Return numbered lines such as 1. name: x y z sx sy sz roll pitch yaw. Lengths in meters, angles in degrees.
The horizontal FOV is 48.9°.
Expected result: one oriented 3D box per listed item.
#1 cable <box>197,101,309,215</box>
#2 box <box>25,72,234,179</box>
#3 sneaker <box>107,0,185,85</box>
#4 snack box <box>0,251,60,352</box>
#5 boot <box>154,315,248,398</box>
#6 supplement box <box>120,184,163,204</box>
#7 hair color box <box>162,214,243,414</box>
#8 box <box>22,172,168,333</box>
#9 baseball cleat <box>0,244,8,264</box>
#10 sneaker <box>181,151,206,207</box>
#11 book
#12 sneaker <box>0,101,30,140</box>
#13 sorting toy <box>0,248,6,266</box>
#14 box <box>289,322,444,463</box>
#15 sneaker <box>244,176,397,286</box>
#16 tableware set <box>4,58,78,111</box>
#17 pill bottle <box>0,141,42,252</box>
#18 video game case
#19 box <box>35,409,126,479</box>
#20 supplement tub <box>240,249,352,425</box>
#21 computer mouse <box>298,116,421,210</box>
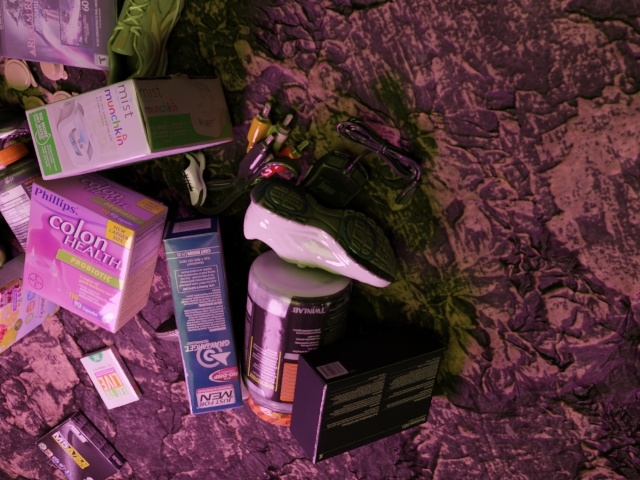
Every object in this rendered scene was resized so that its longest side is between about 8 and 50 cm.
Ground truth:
1. cable: -0.126 -0.123 1.319 0.139 0.072 0.287 46 132 -2
2. box: -0.319 -0.201 1.218 0.231 0.262 0.127 -9 98 24
3. sneaker: -0.312 -0.374 1.222 0.099 0.121 0.263 20 120 11
4. snack box: -0.657 0.122 1.547 0.070 0.207 0.175 24 122 9
5. boot: -0.246 0.258 1.538 0.189 0.076 0.209 -9 117 24
6. supplement box: -0.413 0.014 1.455 0.111 0.114 0.220 23 122 10
7. hair color box: -0.225 0.138 1.364 0.105 0.174 0.347 -8 104 -6
8. box: -0.429 0.014 1.328 0.213 0.117 0.243 25 120 8
9. baseball cleat: -0.735 0.103 1.662 0.109 0.072 0.206 16 122 -4
10. sneaker: -0.245 -0.116 1.342 0.040 0.043 0.109 -11 82 44
11. book: -0.501 0.328 1.692 0.096 0.035 0.144 -20 105 24
12. sneaker: -0.709 -0.263 1.441 0.283 0.107 0.124 0 108 25
13. sorting toy: -0.784 0.005 1.570 0.229 0.041 0.307 42 122 10
14. box: 0.084 0.277 1.299 0.103 0.261 0.184 39 131 48
15. sneaker: 0.000 0.000 1.249 0.297 0.111 0.129 30 137 -5
16. tableware set: -0.558 -0.303 1.414 0.168 0.020 0.141 -2 114 23
17. pill bottle: -0.602 -0.080 1.474 0.130 0.130 0.246 -17 107 27
18. video game case: -0.491 -0.429 1.313 0.274 0.026 0.196 10 112 16
19. box: -0.629 0.555 1.842 0.184 0.045 0.191 -33 100 33
20. supplement tub: -0.052 0.186 1.349 0.193 0.193 0.316 16 119 14
21. computer mouse: 0.059 -0.094 1.256 0.184 0.060 0.262 28 126 -13
